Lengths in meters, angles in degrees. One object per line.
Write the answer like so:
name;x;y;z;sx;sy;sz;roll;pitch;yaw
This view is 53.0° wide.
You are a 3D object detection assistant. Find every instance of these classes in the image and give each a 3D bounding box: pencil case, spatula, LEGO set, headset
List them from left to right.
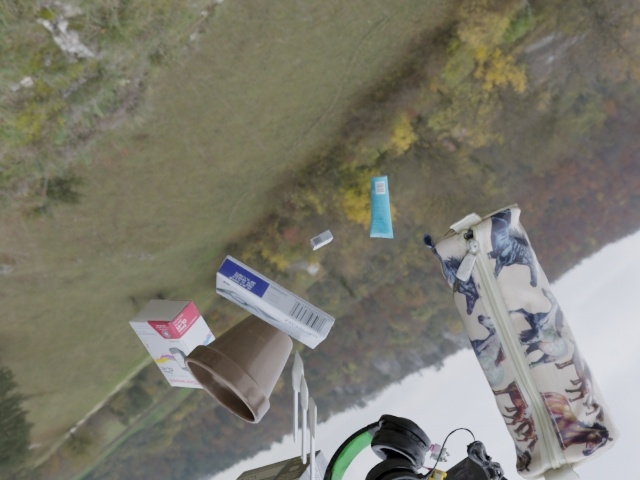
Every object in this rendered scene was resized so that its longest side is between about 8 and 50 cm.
spatula;-0.030;0.350;1.247;0.019;0.168;0.242;-10;123;-16
headset;0.189;0.511;1.411;0.394;0.185;0.243;-28;-152;30
LEGO set;0.258;0.687;1.728;0.132;0.107;0.287;83;30;-42
pencil case;0.302;0.150;0.977;0.160;0.410;0.184;-28;166;35

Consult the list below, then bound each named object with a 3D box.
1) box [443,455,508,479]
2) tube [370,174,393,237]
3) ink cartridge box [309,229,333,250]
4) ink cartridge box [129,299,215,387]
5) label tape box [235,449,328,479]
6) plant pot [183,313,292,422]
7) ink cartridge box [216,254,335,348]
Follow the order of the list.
box;0.424;0.864;1.914;0.296;0.293;0.183;-25;-162;-23
tube;0.195;-0.109;2.095;0.080;0.207;0.052;4;-164;29
ink cartridge box;0.000;0.000;1.875;0.063;0.029;0.115;-28;177;-5
ink cartridge box;-0.484;0.358;2.225;0.226;0.306;0.131;-5;-150;37
label tape box;-0.105;0.639;1.668;0.241;0.105;0.334;-21;176;14
plant pot;-0.202;0.325;1.753;0.229;0.263;0.263;-50;177;-26
ink cartridge box;-0.092;0.125;1.198;0.045;0.223;0.224;-59;178;-17
